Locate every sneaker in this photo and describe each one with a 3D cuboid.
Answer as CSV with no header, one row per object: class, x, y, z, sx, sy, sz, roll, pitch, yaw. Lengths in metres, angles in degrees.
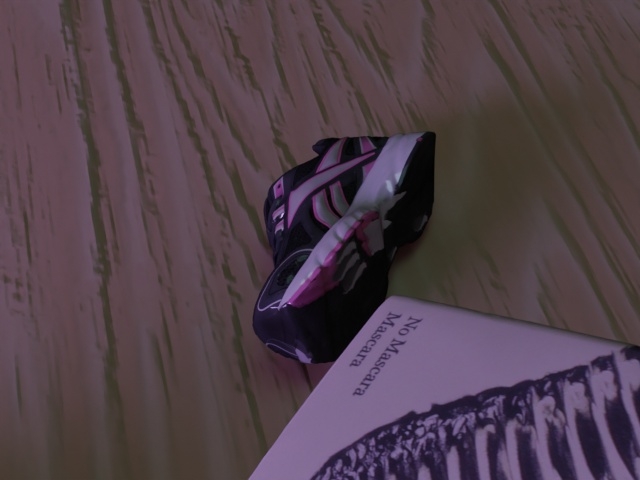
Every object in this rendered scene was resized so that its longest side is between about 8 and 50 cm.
sneaker,0.000,0.000,0.754,0.077,0.072,0.178,8,31,22

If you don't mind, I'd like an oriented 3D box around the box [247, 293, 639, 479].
box,0.113,0.101,0.357,0.275,0.094,0.113,9,48,37
